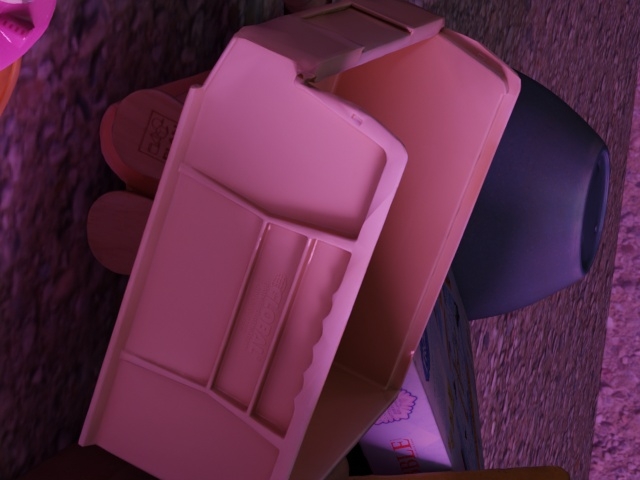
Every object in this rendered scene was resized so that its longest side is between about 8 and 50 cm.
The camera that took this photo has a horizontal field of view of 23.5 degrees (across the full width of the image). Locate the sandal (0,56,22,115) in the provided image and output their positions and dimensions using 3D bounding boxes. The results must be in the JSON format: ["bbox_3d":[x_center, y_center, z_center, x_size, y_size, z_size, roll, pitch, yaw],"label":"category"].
[{"bbox_3d":[-0.185,-0.025,0.703,0.102,0.076,0.265,79,28,-45],"label":"sandal"}]

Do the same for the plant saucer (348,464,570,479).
[{"bbox_3d":[0.039,0.338,1.154,0.333,0.081,0.333,2,112,-32],"label":"plant saucer"}]

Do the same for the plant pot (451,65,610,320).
[{"bbox_3d":[0.182,-0.044,1.552,0.290,0.195,0.290,10,90,-71],"label":"plant pot"}]

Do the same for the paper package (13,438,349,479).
[{"bbox_3d":[-0.120,0.298,0.909,0.309,0.168,0.325,-27,125,-65],"label":"paper package"}]

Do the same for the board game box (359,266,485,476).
[{"bbox_3d":[0.077,0.089,1.296,0.318,0.066,0.318,-91,165,-47],"label":"board game box"}]

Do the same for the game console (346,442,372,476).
[{"bbox_3d":[0.063,0.197,1.416,0.361,0.044,0.213,65,14,-54],"label":"game console"}]

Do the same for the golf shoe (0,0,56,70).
[{"bbox_3d":[-0.180,-0.214,0.606,0.115,0.140,0.306,-6,99,-24],"label":"golf shoe"}]

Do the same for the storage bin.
[{"bbox_3d":[0.000,0.000,0.912,0.262,0.123,0.260,-34,147,-66],"label":"storage bin"}]

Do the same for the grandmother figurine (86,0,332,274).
[{"bbox_3d":[-0.042,-0.096,1.060,0.208,0.104,0.342,-62,173,25],"label":"grandmother figurine"}]
